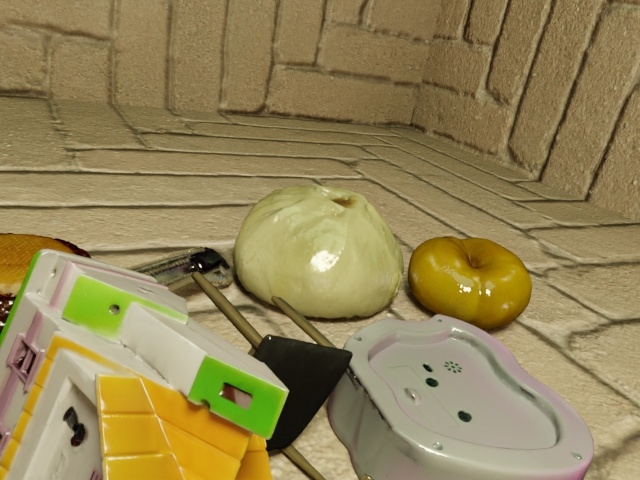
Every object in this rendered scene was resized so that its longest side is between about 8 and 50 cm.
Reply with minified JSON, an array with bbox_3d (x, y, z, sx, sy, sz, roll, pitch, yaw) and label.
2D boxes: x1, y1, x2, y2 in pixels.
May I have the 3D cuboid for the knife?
[{"bbox_3d":[-0.230,0.055,0.844,0.089,0.043,0.365,47,12,6],"label":"knife"}]

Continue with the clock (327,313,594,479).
[{"bbox_3d":[0.185,0.227,0.703,0.338,0.102,0.338,10,23,-4],"label":"clock"}]

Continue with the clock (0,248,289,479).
[{"bbox_3d":[-0.160,0.171,0.440,0.309,0.235,0.166,19,-4,41],"label":"clock"}]

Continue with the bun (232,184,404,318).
[{"bbox_3d":[0.004,-0.003,1.039,0.364,0.202,0.364,11,24,-5],"label":"bun"}]

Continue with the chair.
[{"bbox_3d":[-0.055,0.180,0.583,0.272,0.166,0.188,37,6,37],"label":"chair"}]

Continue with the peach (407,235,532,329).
[{"bbox_3d":[0.300,0.081,1.046,0.251,0.153,0.251,6,17,-2],"label":"peach"}]

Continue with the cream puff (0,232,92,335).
[{"bbox_3d":[-0.407,0.091,0.670,0.239,0.165,0.239,10,22,-4],"label":"cream puff"}]
